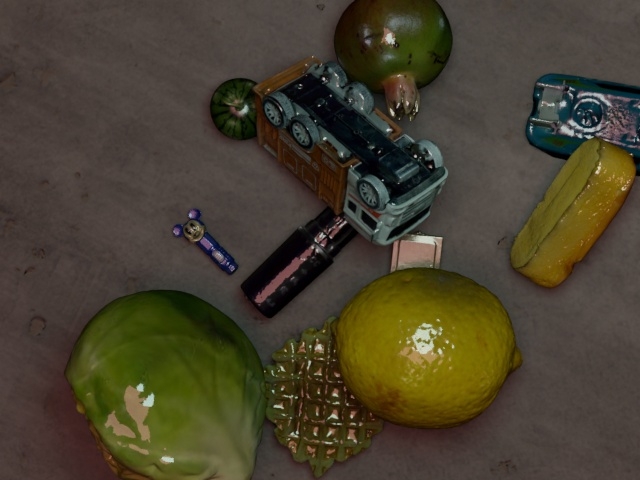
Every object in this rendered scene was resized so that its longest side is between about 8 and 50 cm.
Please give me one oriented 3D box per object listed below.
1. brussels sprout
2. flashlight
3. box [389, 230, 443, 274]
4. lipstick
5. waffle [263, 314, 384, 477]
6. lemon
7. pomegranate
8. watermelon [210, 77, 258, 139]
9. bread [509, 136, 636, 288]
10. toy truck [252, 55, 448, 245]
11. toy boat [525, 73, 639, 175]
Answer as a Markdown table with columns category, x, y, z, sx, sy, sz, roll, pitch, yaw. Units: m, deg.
| category | x | y | z | sx | sy | sz | roll | pitch | yaw |
| --- | --- | --- | --- | --- | --- | --- | --- | --- | --- |
| brussels sprout | -0.235 | 0.239 | 1.762 | 0.268 | 0.344 | 0.344 | -22 | 90 | 44 |
| flashlight | -0.181 | 0.007 | 1.870 | 0.057 | 0.035 | 0.121 | -44 | 88 | 5 |
| box | 0.151 | 0.026 | 1.839 | 0.079 | 0.035 | 0.083 | 7 | 92 | 5 |
| lipstick | 0.000 | 0.000 | 1.832 | 0.299 | 0.081 | 0.081 | -44 | 88 | 0 |
| waffle | 0.007 | 0.248 | 1.853 | 0.208 | 0.054 | 0.214 | -40 | 89 | 6 |
| lemon | 0.157 | 0.161 | 1.742 | 0.267 | 0.267 | 0.267 | 0 | 93 | 6 |
| pomegranate | 0.113 | -0.277 | 1.753 | 0.180 | 0.180 | 0.210 | -6 | 74 | 6 |
| watermelon | -0.124 | -0.206 | 1.821 | 0.109 | 0.109 | 0.109 | 0 | 93 | 6 |
| bread | 0.386 | -0.038 | 1.758 | 0.094 | 0.102 | 0.245 | 28 | 108 | -13 |
| toy truck | 0.038 | -0.124 | 1.735 | 0.136 | 0.162 | 0.305 | -34 | 63 | -28 |
| toy boat | 0.468 | -0.174 | 1.775 | 0.298 | 0.092 | 0.134 | 11 | 90 | 6 |
